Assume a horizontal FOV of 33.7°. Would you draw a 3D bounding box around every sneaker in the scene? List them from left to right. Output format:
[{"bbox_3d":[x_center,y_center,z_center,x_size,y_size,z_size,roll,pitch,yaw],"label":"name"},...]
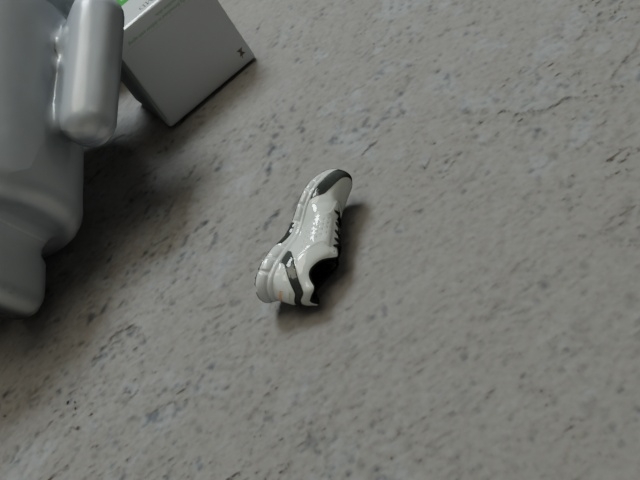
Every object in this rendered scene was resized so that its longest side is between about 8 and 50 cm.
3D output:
[{"bbox_3d":[0.000,0.000,0.694,0.044,0.040,0.109,13,61,26],"label":"sneaker"}]

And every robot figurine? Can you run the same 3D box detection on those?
[{"bbox_3d":[-0.292,-0.109,0.844,0.300,0.200,0.353,-9,70,16],"label":"robot figurine"}]

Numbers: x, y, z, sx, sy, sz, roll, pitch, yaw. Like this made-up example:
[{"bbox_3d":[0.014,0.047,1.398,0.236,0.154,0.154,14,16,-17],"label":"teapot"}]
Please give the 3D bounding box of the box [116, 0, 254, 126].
[{"bbox_3d":[-0.135,-0.177,0.928,0.101,0.102,0.087,-41,39,-8],"label":"box"}]
